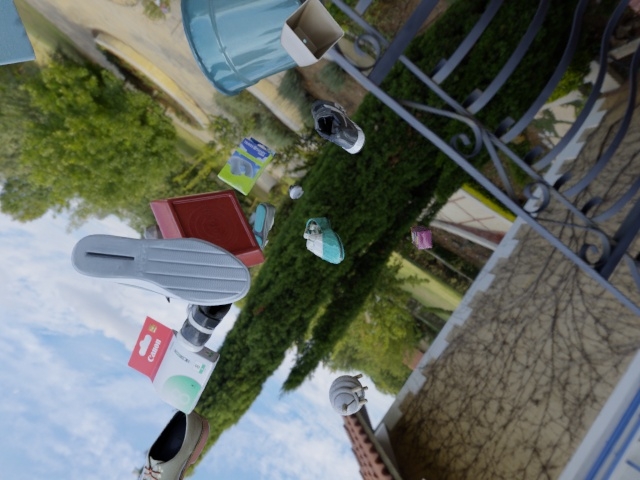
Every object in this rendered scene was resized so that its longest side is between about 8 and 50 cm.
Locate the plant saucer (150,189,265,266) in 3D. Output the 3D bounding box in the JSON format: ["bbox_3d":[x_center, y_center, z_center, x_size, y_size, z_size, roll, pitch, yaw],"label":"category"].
[{"bbox_3d":[-0.301,-0.031,1.164,0.048,0.259,0.259,-43,69,47],"label":"plant saucer"}]

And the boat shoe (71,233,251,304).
[{"bbox_3d":[-0.269,0.046,0.737,0.302,0.109,0.094,12,169,-1],"label":"boat shoe"}]

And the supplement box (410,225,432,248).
[{"bbox_3d":[0.302,-0.010,1.255,0.043,0.055,0.083,-6,-168,0],"label":"supplement box"}]

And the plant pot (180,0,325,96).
[{"bbox_3d":[-0.168,-0.641,1.241,0.333,0.341,0.341,-7,158,20],"label":"plant pot"}]

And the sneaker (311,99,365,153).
[{"bbox_3d":[0.022,-0.316,1.088,0.106,0.078,0.234,13,-148,-42],"label":"sneaker"}]

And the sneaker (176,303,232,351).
[{"bbox_3d":[-0.234,0.144,0.911,0.079,0.121,0.217,37,-172,-16],"label":"sneaker"}]

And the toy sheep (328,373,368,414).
[{"bbox_3d":[0.061,0.350,0.947,0.091,0.091,0.132,34,-172,5],"label":"toy sheep"}]

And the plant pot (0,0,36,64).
[{"bbox_3d":[-0.854,-0.505,0.901,0.247,0.252,0.248,21,134,21],"label":"plant pot"}]

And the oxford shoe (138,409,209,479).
[{"bbox_3d":[-0.447,0.646,1.123,0.140,0.397,0.147,6,142,16],"label":"oxford shoe"}]

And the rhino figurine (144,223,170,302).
[{"bbox_3d":[-0.470,0.065,1.229,0.073,0.244,0.106,-9,175,-25],"label":"rhino figurine"}]

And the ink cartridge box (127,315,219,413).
[{"bbox_3d":[-0.404,0.331,1.112,0.224,0.181,0.056,28,-164,0],"label":"ink cartridge box"}]

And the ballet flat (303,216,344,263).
[{"bbox_3d":[0.000,0.000,1.144,0.087,0.083,0.247,-2,-159,-9],"label":"ballet flat"}]

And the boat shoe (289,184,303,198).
[{"bbox_3d":[-0.091,-0.174,1.453,0.040,0.049,0.142,41,-176,3],"label":"boat shoe"}]

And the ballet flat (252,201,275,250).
[{"bbox_3d":[-0.195,-0.023,1.396,0.072,0.213,0.068,26,-164,34],"label":"ballet flat"}]

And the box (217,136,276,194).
[{"bbox_3d":[-0.240,-0.251,1.372,0.109,0.178,0.042,32,173,7],"label":"box"}]

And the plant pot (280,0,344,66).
[{"bbox_3d":[-0.032,-0.474,0.976,0.109,0.109,0.096,44,160,-18],"label":"plant pot"}]
